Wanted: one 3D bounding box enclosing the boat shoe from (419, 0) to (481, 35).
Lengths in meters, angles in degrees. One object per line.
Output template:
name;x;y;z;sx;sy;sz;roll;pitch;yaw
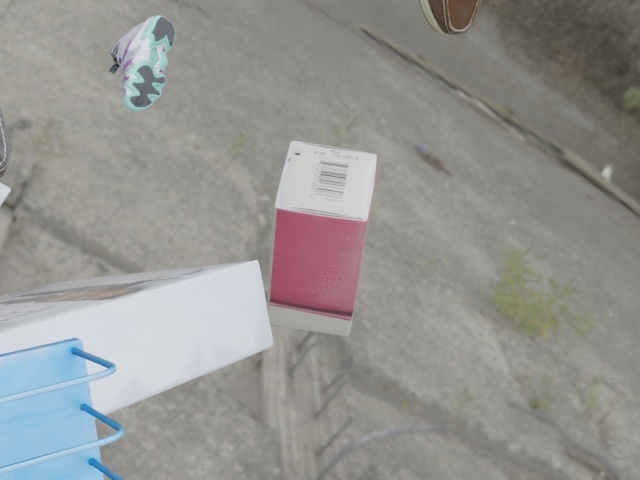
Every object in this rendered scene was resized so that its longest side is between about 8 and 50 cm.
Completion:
boat shoe;0.172;-0.362;1.260;0.095;0.258;0.095;-22;34;-29

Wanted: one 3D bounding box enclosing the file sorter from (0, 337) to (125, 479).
file sorter;-0.181;0.163;0.669;0.118;0.170;0.104;-11;9;-29

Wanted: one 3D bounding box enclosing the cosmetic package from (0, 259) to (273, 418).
cosmetic package;-0.269;0.103;0.966;0.377;0.284;0.098;-16;96;-55

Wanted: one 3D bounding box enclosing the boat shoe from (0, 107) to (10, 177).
boat shoe;-0.413;-0.214;1.114;0.335;0.095;0.112;63;32;-12

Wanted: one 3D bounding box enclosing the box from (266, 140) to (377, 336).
box;0.000;0.000;1.499;0.126;0.232;0.149;8;44;2

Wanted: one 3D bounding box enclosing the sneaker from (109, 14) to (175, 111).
sneaker;-0.173;-0.157;0.975;0.038;0.069;0.098;40;56;-41

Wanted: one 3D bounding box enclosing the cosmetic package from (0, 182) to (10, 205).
cosmetic package;-0.522;-0.067;1.252;0.224;0.138;0.224;37;-15;-27
